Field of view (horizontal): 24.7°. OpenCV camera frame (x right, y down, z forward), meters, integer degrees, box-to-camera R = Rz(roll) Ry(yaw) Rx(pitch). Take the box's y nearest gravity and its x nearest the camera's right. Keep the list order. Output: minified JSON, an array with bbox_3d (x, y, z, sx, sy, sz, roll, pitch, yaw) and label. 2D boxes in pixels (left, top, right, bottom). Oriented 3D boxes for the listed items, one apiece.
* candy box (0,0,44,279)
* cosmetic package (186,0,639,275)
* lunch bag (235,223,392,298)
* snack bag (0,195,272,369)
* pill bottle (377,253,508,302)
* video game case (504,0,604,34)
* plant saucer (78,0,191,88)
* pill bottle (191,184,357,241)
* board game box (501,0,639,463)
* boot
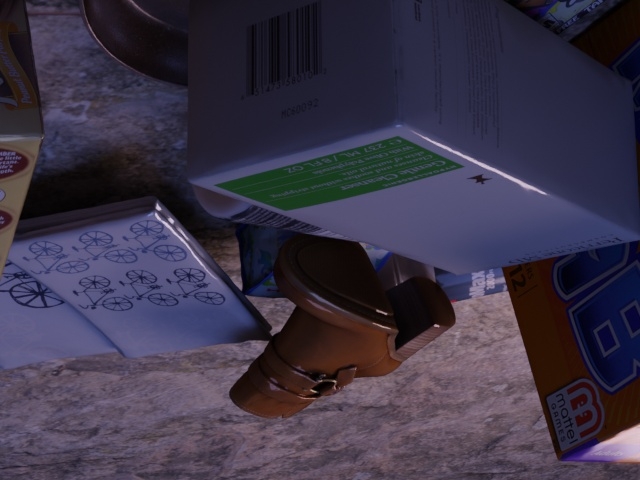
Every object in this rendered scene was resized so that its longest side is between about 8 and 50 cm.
[{"bbox_3d":[-0.286,-0.072,1.116,0.088,0.182,0.316,-2,153,-23],"label":"candy box"},{"bbox_3d":[0.085,-0.091,1.146,0.197,0.155,0.366,-14,159,36],"label":"cosmetic package"},{"bbox_3d":[0.000,0.000,1.511,0.129,0.096,0.151,2,161,-29],"label":"lunch bag"},{"bbox_3d":[-0.258,0.057,1.486,0.343,0.037,0.323,-8,153,16],"label":"snack bag"},{"bbox_3d":[0.141,0.015,1.597,0.180,0.108,0.108,-12,155,-2],"label":"pill bottle"},{"bbox_3d":[0.212,-0.256,1.078,0.232,0.041,0.210,-35,153,17],"label":"video game case"},{"bbox_3d":[-0.029,-0.215,1.101,0.311,0.050,0.310,-10,155,-5],"label":"plant saucer"},{"bbox_3d":[0.012,-0.067,1.336,0.246,0.130,0.130,9,147,-39],"label":"pill bottle"},{"bbox_3d":[0.414,-0.015,1.371,0.356,0.356,0.356,8,148,-39],"label":"board game box"},{"bbox_3d":[-0.017,0.095,1.485,0.220,0.109,0.283,-33,157,23],"label":"boot"}]
